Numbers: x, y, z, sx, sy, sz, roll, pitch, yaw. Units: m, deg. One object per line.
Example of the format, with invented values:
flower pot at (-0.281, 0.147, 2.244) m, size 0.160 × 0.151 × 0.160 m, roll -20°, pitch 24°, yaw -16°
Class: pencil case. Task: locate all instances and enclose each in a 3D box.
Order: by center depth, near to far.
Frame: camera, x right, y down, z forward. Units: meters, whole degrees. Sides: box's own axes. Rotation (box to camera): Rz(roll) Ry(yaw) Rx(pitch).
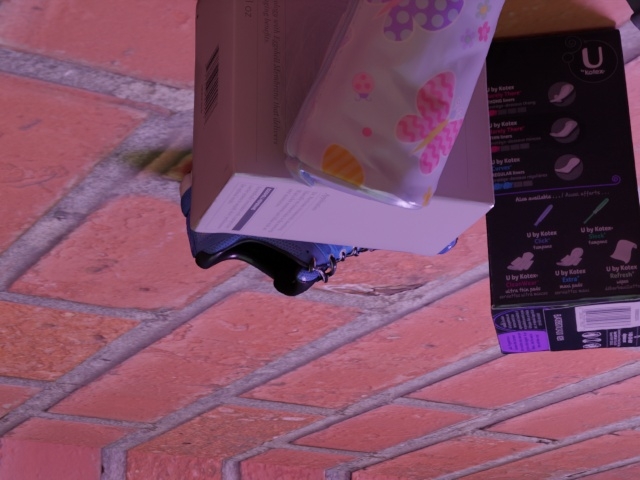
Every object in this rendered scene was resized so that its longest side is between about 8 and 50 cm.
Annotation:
pencil case at (0.066, -0.158, 0.987) m, size 0.124 × 0.273 × 0.113 m, roll 12°, pitch -170°, yaw -39°

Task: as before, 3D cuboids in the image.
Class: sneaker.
sneaker at (0.000, 0.000, 1.587) m, size 0.330 × 0.147 × 0.130 m, roll 3°, pitch 159°, yaw -12°

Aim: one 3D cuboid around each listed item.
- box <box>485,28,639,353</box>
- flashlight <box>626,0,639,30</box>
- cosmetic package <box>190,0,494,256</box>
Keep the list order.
box at (0.230, -0.043, 1.310) m, size 0.143 × 0.270 × 0.165 m, roll -5°, pitch 159°, yaw 9°
flashlight at (0.358, -0.250, 1.009) m, size 0.103 × 0.103 × 0.304 m, roll 9°, pitch 159°, yaw -37°
cosmetic package at (0.016, -0.120, 1.158) m, size 0.225 × 0.224 × 0.138 m, roll 6°, pitch 159°, yaw -19°
